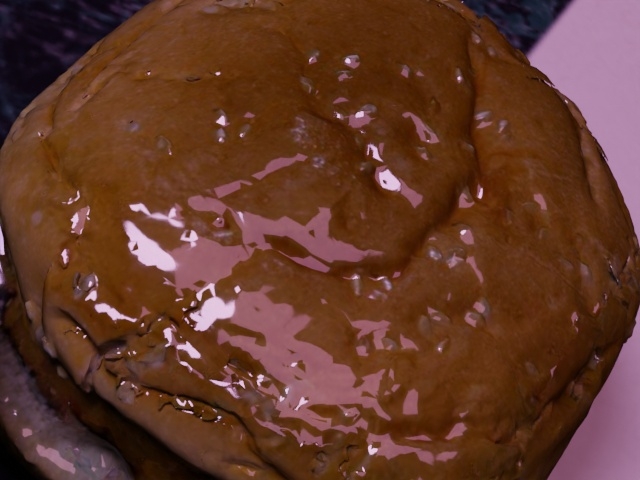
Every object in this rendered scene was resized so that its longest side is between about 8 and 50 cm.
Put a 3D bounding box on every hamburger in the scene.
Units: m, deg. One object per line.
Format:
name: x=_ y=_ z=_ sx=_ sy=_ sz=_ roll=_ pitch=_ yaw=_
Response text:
hamburger: x=0.001 y=0.002 z=0.577 sx=0.265 sy=0.134 sz=0.285 roll=40 pitch=49 yaw=-4
